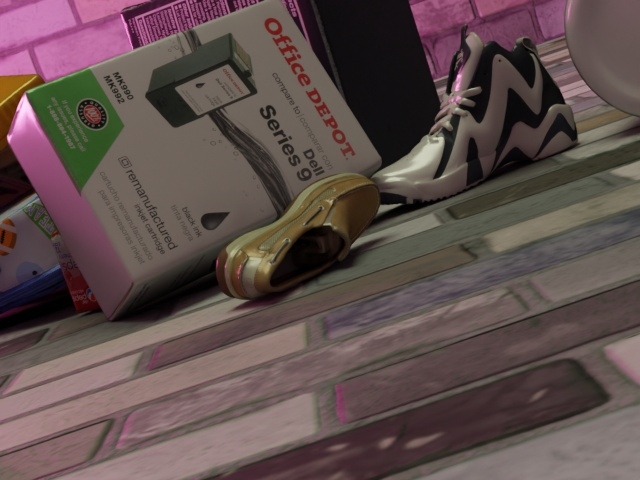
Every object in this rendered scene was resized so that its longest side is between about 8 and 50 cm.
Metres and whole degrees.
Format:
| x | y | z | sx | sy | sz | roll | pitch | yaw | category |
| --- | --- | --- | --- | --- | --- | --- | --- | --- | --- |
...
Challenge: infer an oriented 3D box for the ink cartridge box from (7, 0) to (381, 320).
| x | y | z | sx | sy | sz | roll | pitch | yaw | category |
| --- | --- | --- | --- | --- | --- | --- | --- | --- | --- |
| -0.120 | -0.086 | 1.296 | 0.289 | 0.211 | 0.121 | -27 | -9 | -28 | ink cartridge box |

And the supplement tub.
| x | y | z | sx | sy | sz | roll | pitch | yaw | category |
| --- | --- | --- | --- | --- | --- | --- | --- | --- | --- |
| 0.388 | -0.246 | 1.395 | 0.194 | 0.193 | 0.316 | -14 | 9 | 32 | supplement tub |

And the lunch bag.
| x | y | z | sx | sy | sz | roll | pitch | yaw | category |
| --- | --- | --- | --- | --- | --- | --- | --- | --- | --- |
| -0.339 | 0.014 | 1.518 | 0.303 | 0.115 | 0.243 | -24 | 10 | 38 | lunch bag |

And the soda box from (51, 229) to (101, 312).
| x | y | z | sx | sy | sz | roll | pitch | yaw | category |
| --- | --- | --- | --- | --- | --- | --- | --- | --- | --- |
| -0.159 | -0.012 | 1.431 | 0.083 | 0.092 | 0.263 | -12 | 10 | 39 | soda box |

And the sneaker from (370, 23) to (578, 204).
| x | y | z | sx | sy | sz | roll | pitch | yaw | category |
| --- | --- | --- | --- | --- | --- | --- | --- | --- | --- |
| 0.137 | -0.134 | 1.354 | 0.235 | 0.153 | 0.094 | -21 | 7 | -10 | sneaker |

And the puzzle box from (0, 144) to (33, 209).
| x | y | z | sx | sy | sz | roll | pitch | yaw | category |
| --- | --- | --- | --- | --- | --- | --- | --- | --- | --- |
| -0.450 | -0.039 | 1.677 | 0.409 | 0.052 | 0.272 | -25 | -11 | 11 | puzzle box |

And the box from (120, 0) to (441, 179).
| x | y | z | sx | sy | sz | roll | pitch | yaw | category |
| --- | --- | --- | --- | --- | --- | --- | --- | --- | --- |
| -0.036 | -0.181 | 1.571 | 0.294 | 0.296 | 0.183 | -10 | 11 | 42 | box |

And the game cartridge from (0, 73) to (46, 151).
| x | y | z | sx | sy | sz | roll | pitch | yaw | category |
| --- | --- | --- | --- | --- | --- | --- | --- | --- | --- |
| -0.487 | -0.073 | 1.501 | 0.285 | 0.052 | 0.323 | 4 | 42 | 45 | game cartridge |

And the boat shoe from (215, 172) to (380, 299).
| x | y | z | sx | sy | sz | roll | pitch | yaw | category |
| --- | --- | --- | --- | --- | --- | --- | --- | --- | --- |
| 0.000 | 0.000 | 1.139 | 0.072 | 0.068 | 0.190 | 6 | 33 | 42 | boat shoe |
